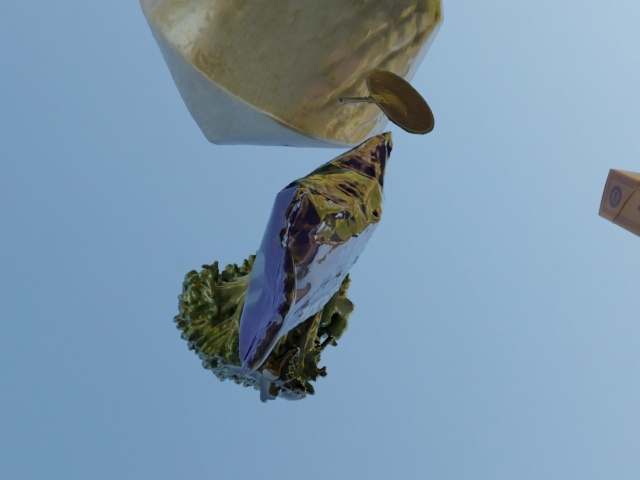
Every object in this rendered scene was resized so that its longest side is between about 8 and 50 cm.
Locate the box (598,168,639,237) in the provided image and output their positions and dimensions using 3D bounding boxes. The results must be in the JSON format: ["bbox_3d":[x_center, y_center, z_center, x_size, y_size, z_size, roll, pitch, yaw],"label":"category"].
[{"bbox_3d":[0.514,-0.020,1.452,0.174,0.274,0.076,8,-75,-20],"label":"box"}]

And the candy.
[{"bbox_3d":[0.000,0.000,0.852,0.070,0.145,0.275,25,-159,9],"label":"candy"}]

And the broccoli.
[{"bbox_3d":[-0.041,0.088,1.467,0.263,0.243,0.247,19,-152,-30],"label":"broccoli"}]

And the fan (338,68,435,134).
[{"bbox_3d":[0.062,-0.134,1.059,0.133,0.005,0.085,-6,-122,-48],"label":"fan"}]

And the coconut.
[{"bbox_3d":[-0.046,-0.301,1.498,0.415,0.415,0.344,56,-161,-7],"label":"coconut"}]
